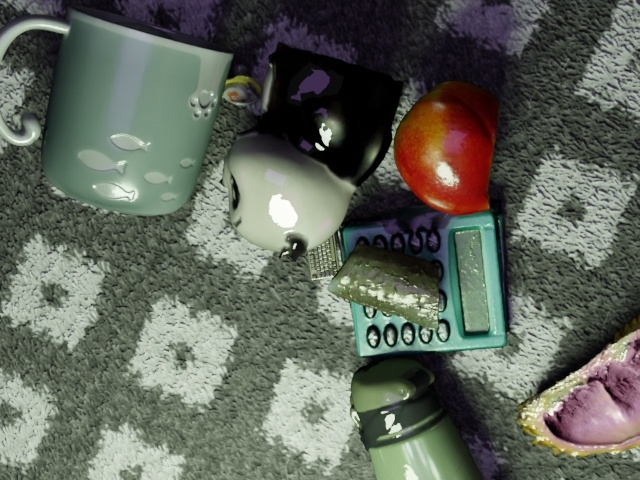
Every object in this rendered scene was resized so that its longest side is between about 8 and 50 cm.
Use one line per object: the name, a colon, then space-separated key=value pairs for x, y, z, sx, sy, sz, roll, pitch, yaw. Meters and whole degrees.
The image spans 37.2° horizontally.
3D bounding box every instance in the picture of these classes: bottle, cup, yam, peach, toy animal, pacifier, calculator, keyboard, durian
bottle: x=0.160 y=0.355 z=1.541 sx=0.168 sy=0.168 sz=0.347 roll=-23 pitch=91 yaw=10
cup: x=-0.332 y=-0.200 z=1.443 sx=0.356 sy=0.259 sz=0.275 roll=8 pitch=105 yaw=-31
yam: x=0.108 y=0.066 z=1.479 sx=0.183 sy=0.107 sz=0.107 roll=16 pitch=100 yaw=7
peach: x=0.211 y=-0.140 z=1.448 sx=0.192 sy=0.190 sz=0.190 roll=42 pitch=101 yaw=-1
toy animal: x=-0.026 y=-0.130 z=1.452 sx=0.250 sy=0.251 sz=0.310 roll=19 pitch=101 yaw=4
pacifier: x=-0.130 y=-0.256 z=1.550 sx=0.083 sy=0.068 sz=0.064 roll=-5 pitch=63 yaw=28
calculator: x=0.167 y=0.065 z=1.548 sx=0.274 sy=0.058 sz=0.248 roll=-6 pitch=96 yaw=9
keyboard: x=0.000 y=0.000 z=1.581 sx=0.049 sy=0.015 sz=0.129 roll=-6 pitch=97 yaw=8
durian: x=0.480 y=0.234 z=1.512 sx=0.191 sy=0.112 sz=0.341 roll=44 pitch=109 yaw=-10
